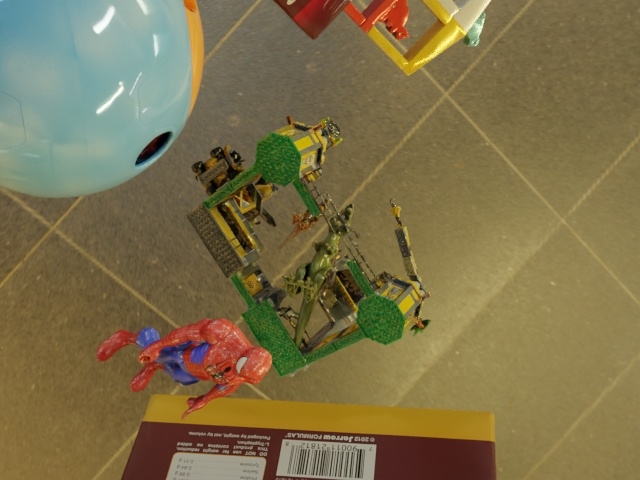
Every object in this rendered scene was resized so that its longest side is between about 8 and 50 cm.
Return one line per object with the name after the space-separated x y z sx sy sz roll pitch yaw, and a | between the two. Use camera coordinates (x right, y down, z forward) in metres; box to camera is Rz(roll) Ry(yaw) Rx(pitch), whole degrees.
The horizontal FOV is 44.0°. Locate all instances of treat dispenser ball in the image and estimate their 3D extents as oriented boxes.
-0.256 -0.185 0.764 0.288 0.288 0.288 -3 104 -13 | treat dispenser ball

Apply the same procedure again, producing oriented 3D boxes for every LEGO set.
0.000 0.000 1.014 0.255 0.192 0.331 -41 87 33 | LEGO set

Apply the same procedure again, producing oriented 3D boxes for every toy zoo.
0.115 -0.346 1.014 0.192 0.030 0.293 -44 123 12 | toy zoo

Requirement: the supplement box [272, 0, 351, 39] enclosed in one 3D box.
-0.039 -0.325 0.804 0.130 0.073 0.239 -46 146 9 | supplement box

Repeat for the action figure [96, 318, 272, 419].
-0.057 0.053 0.339 0.038 0.115 0.030 54 52 -19 | action figure

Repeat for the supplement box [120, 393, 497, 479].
-0.008 0.197 0.392 0.191 0.194 0.129 2 130 8 | supplement box
